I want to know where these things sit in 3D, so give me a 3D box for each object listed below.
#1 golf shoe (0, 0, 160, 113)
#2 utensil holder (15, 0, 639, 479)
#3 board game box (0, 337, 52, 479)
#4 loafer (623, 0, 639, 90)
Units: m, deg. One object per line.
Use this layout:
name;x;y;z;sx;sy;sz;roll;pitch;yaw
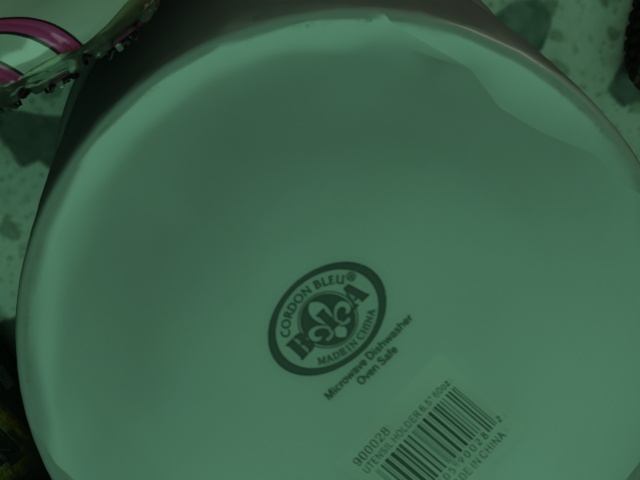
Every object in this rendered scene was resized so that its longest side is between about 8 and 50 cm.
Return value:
golf shoe;-0.161;-0.090;0.700;0.186;0.067;0.086;-21;105;1
utensil holder;0.000;0.000;0.906;0.327;0.385;0.327;-1;103;-3
board game box;-0.228;0.145;1.056;0.126;0.026;0.186;-32;84;-22
loafer;0.268;-0.216;1.024;0.092;0.102;0.268;12;112;-8
